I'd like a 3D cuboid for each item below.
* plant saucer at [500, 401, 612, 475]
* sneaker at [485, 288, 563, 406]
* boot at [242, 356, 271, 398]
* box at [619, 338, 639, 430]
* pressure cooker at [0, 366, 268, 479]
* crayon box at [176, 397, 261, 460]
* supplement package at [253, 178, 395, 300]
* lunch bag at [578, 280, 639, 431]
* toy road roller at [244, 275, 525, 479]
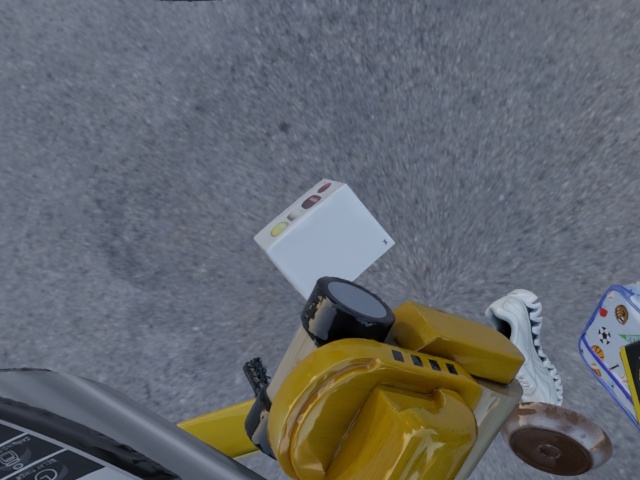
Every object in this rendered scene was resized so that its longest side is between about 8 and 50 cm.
[{"bbox_3d":[0.402,0.355,1.428,0.199,0.198,0.036,24,51,9],"label":"plant saucer"},{"bbox_3d":[0.422,0.255,1.733,0.118,0.110,0.292,-14,86,-37],"label":"sneaker"},{"bbox_3d":[-0.136,0.314,1.759,0.045,0.121,0.099,-18,65,-34],"label":"boot"},{"bbox_3d":[0.425,0.277,0.818,0.079,0.257,0.322,-29,42,31],"label":"box"},{"bbox_3d":[-0.118,0.288,0.452,0.420,0.376,0.369,16,93,45],"label":"pressure cooker"},{"bbox_3d":[-0.104,0.288,1.269,0.202,0.318,0.081,-16,80,-7],"label":"crayon box"},{"bbox_3d":[0.000,0.000,1.562,0.194,0.203,0.149,-41,103,-5],"label":"supplement package"},{"bbox_3d":[0.639,0.244,1.578,0.115,0.243,0.303,-8,46,-24],"label":"lunch bag"},{"bbox_3d":[0.097,0.203,0.882,0.330,0.240,0.202,18,108,-31],"label":"toy road roller"}]
